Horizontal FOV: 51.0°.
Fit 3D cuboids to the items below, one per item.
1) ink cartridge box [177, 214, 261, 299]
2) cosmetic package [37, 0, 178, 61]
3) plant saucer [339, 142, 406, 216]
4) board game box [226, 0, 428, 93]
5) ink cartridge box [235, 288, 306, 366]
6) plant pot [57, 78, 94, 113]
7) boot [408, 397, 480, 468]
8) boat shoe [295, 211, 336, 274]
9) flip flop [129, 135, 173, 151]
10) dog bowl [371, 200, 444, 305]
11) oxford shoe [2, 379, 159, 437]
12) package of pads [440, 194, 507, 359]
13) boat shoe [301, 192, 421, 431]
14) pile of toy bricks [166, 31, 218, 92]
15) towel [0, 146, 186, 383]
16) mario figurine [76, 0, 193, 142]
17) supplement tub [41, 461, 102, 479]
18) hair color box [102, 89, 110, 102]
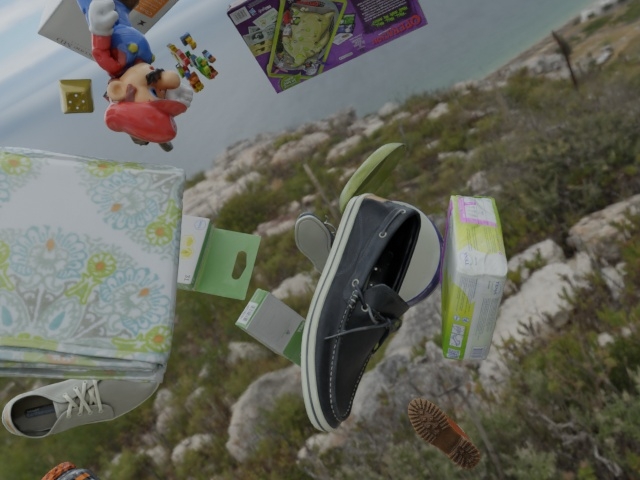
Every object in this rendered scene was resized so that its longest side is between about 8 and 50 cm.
[{"bbox_3d":[-0.272,0.034,1.539,0.235,0.056,0.171,8,65,9],"label":"ink cartridge box"},{"bbox_3d":[-0.560,-0.666,1.805,0.453,0.230,0.161,-20,57,48],"label":"cosmetic package"},{"bbox_3d":[0.123,-0.160,1.690,0.241,0.037,0.241,-45,-10,-10],"label":"plant saucer"},{"bbox_3d":[0.014,-0.451,1.338,0.347,0.208,0.056,-20,35,18],"label":"board game box"},{"bbox_3d":[-0.102,0.224,1.703,0.062,0.209,0.109,8,62,56],"label":"ink cartridge box"},{"bbox_3d":[-0.601,-0.351,1.656,0.081,0.081,0.083,-6,23,-18],"label":"plant pot"},{"bbox_3d":[0.216,0.339,1.217,0.059,0.158,0.084,-45,3,6],"label":"boot"},{"bbox_3d":[0.000,0.000,1.753,0.095,0.254,0.079,-19,49,17],"label":"boat shoe"},{"bbox_3d":[-0.502,-0.310,1.858,0.277,0.112,0.080,36,77,32],"label":"flip flop"},{"bbox_3d":[0.173,0.038,1.655,0.265,0.264,0.104,-24,-15,13],"label":"dog bowl"},{"bbox_3d":[-0.678,0.456,1.924,0.450,0.169,0.130,-15,-3,-16],"label":"oxford shoe"},{"bbox_3d":[0.304,0.063,1.362,0.101,0.229,0.296,5,34,5],"label":"package of pads"},{"bbox_3d":[0.087,0.134,1.340,0.156,0.187,0.499,6,67,27],"label":"boat shoe"},{"bbox_3d":[-0.355,-0.513,1.984,0.118,0.212,0.105,-45,66,-10],"label":"pile of toy bricks"},{"bbox_3d":[-0.382,0.032,1.033,0.090,0.321,0.374,125,148,-58],"label":"towel"},{"bbox_3d":[-0.312,-0.325,1.185,0.198,0.320,0.170,-15,-11,-38],"label":"mario figurine"},{"bbox_3d":[-0.411,0.487,1.187,0.190,0.117,0.117,32,54,18],"label":"supplement tub"},{"bbox_3d":[-0.395,-0.313,1.461,0.141,0.043,0.071,22,78,22],"label":"hair color box"}]
